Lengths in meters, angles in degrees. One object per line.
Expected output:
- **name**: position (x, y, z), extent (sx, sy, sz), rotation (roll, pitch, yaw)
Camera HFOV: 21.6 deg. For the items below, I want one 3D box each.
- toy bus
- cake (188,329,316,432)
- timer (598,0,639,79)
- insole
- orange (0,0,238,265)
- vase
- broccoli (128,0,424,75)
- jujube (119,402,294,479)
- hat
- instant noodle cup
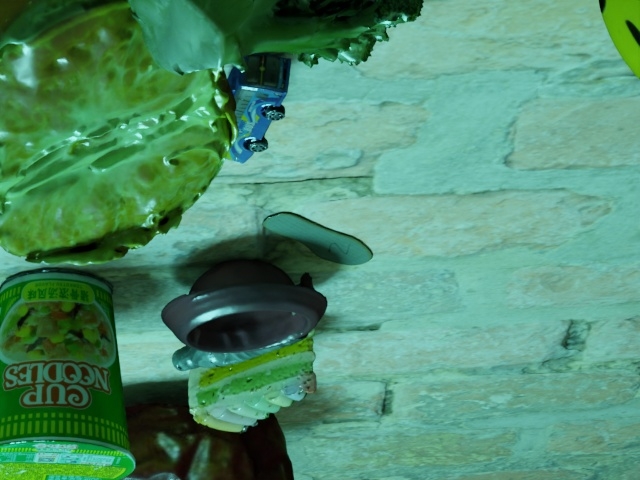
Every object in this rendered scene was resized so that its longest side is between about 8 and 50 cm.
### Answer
- **toy bus**: position (-0.072, -0.132, 1.678), extent (0.061, 0.051, 0.153), rotation (9, 152, -14)
- **cake**: position (-0.095, 0.181, 2.264), extent (0.090, 0.109, 0.225), rotation (14, 150, -34)
- **timer**: position (0.336, -0.206, 1.358), extent (0.285, 0.285, 0.285), rotation (-3, 155, -2)
- **insole**: position (0.000, 0.000, 2.019), extent (0.064, 0.004, 0.188), rotation (-23, 149, 32)
- **orange**: position (-0.218, -0.121, 1.470), extent (0.262, 0.196, 0.334), rotation (-42, 160, -7)
- **vase**: position (-0.113, 0.132, 2.219), extent (0.211, 0.060, 0.060), rotation (-20, 150, 32)
- **broccoli**: position (-0.045, -0.231, 1.286), extent (0.261, 0.241, 0.269), rotation (1, 132, 37)
- **jujube**: position (-0.230, 0.356, 2.440), extent (0.377, 0.276, 0.276), rotation (-15, 155, -5)
- **hat**: position (-0.096, 0.074, 2.064), extent (0.205, 0.089, 0.205), rotation (-7, 158, -3)
- **instant noodle cup**: position (-0.331, 0.169, 2.060), extent (0.207, 0.233, 0.207), rotation (-3, 156, -1)
